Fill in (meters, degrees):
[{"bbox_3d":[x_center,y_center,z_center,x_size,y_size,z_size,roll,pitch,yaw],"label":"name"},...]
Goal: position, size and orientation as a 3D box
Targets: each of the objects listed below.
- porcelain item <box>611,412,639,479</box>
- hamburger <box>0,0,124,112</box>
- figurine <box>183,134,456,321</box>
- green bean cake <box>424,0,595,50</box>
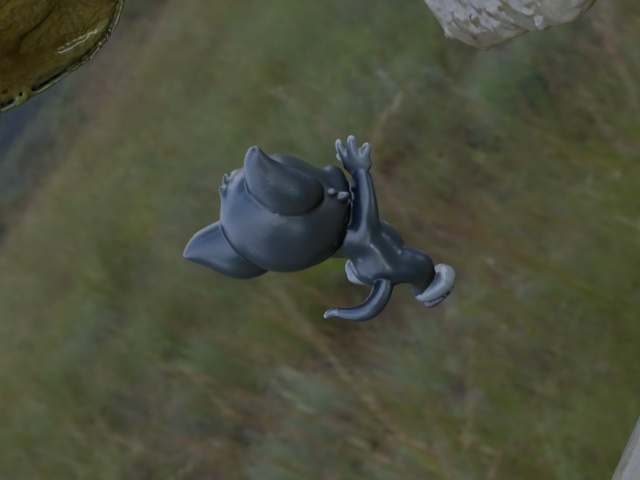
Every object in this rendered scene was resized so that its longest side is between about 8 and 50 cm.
[{"bbox_3d":[0.142,0.180,0.921,0.213,0.054,0.084,-55,-23,-28],"label":"porcelain item"},{"bbox_3d":[-0.324,-0.230,1.848,0.309,0.132,0.211,-34,-36,-10],"label":"hamburger"},{"bbox_3d":[0.002,0.005,1.876,0.193,0.265,0.140,-39,14,46],"label":"figurine"},{"bbox_3d":[0.069,-0.181,0.820,0.085,0.179,0.109,-37,12,-19],"label":"green bean cake"}]
